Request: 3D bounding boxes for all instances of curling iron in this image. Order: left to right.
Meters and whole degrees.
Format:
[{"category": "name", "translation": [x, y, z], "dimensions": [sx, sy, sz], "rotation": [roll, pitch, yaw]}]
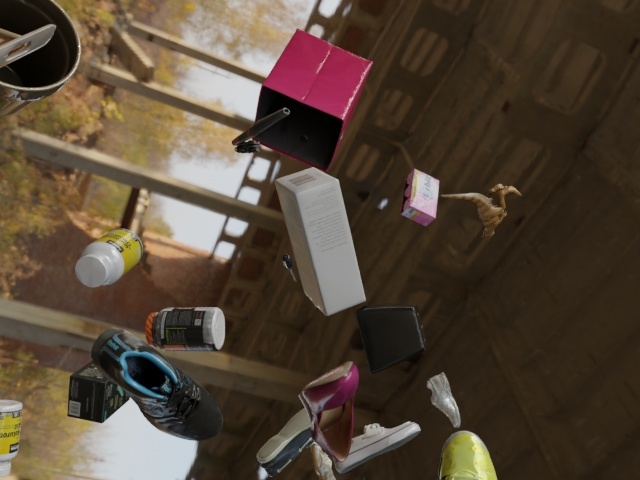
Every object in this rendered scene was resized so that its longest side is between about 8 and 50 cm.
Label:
[{"category": "curling iron", "translation": [-0.134, -0.252, 1.540], "dimensions": [0.274, 0.068, 0.035], "rotation": [-25, -113, 61]}]

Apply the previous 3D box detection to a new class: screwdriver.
[{"category": "screwdriver", "translation": [-0.078, 0.075, 1.714], "dimensions": [0.170, 0.025, 0.024], "rotation": [85, 7, -66]}]

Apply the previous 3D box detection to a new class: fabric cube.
[{"category": "fabric cube", "translation": [-0.027, -0.410, 2.003], "dimensions": [0.254, 0.259, 0.258], "rotation": [112, 3, -57]}]

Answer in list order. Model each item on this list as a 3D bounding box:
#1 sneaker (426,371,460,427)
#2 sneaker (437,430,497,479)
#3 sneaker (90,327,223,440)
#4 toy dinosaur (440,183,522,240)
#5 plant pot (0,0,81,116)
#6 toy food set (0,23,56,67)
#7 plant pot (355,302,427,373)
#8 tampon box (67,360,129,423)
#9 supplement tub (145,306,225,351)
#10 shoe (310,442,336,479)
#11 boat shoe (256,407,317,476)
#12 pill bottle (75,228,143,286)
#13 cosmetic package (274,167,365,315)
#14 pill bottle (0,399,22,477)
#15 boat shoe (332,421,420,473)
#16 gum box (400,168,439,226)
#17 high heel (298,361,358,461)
[{"category": "sneaker", "translation": [0.324, 0.424, 1.778], "dimensions": [0.054, 0.061, 0.152], "rotation": [-54, 122, -84]}, {"category": "sneaker", "translation": [0.319, 0.603, 1.463], "dimensions": [0.147, 0.145, 0.385], "rotation": [73, 21, -60]}, {"category": "sneaker", "translation": [-0.319, 0.317, 1.383], "dimensions": [0.139, 0.341, 0.125], "rotation": [6, -124, 55]}, {"category": "toy dinosaur", "translation": [0.313, -0.061, 1.264], "dimensions": [0.112, 0.211, 0.064], "rotation": [-50, -129, -4]}, {"category": "plant pot", "translation": [-0.835, -0.468, 1.774], "dimensions": [0.280, 0.323, 0.323], "rotation": [-29, -135, 46]}, {"category": "toy food set", "translation": [-0.645, -0.375, 1.141], "dimensions": [0.220, 0.306, 0.092], "rotation": [-70, 180, -57]}, {"category": "plant pot", "translation": [0.218, 0.274, 2.004], "dimensions": [0.187, 0.166, 0.188], "rotation": [4, 73, -77]}, {"category": "tampon box", "translation": [-0.586, 0.394, 1.809], "dimensions": [0.161, 0.101, 0.121], "rotation": [-44, 143, -77]}, {"category": "supplement tub", "translation": [-0.357, 0.236, 1.795], "dimensions": [0.117, 0.190, 0.117], "rotation": [-1, 90, -82]}, {"category": "shoe", "translation": [0.014, 0.693, 2.064], "dimensions": [0.076, 0.058, 0.219], "rotation": [-111, -173, -71]}, {"category": "boat shoe", "translation": [-0.057, 0.539, 1.848], "dimensions": [0.254, 0.079, 0.095], "rotation": [-38, -162, -28]}, {"category": "pill bottle", "translation": [-0.493, 0.043, 1.574], "dimensions": [0.184, 0.103, 0.103], "rotation": [-67, 180, -72]}, {"category": "cosmetic package", "translation": [0.000, 0.000, 2.322], "dimensions": [0.230, 0.161, 0.453], "rotation": [-141, -146, -63]}, {"category": "pill bottle", "translation": [-0.529, 0.325, 1.111], "dimensions": [0.065, 0.065, 0.116], "rotation": [175, -80, -71]}, {"category": "boat shoe", "translation": [0.129, 0.481, 1.644], "dimensions": [0.083, 0.226, 0.076], "rotation": [78, -13, -62]}, {"category": "gum box", "translation": [0.352, -0.156, 2.386], "dimensions": [0.062, 0.107, 0.188], "rotation": [-47, -156, 50]}, {"category": "high heel", "translation": [0.047, 0.368, 1.421], "dimensions": [0.181, 0.127, 0.377], "rotation": [59, -15, 13]}]
